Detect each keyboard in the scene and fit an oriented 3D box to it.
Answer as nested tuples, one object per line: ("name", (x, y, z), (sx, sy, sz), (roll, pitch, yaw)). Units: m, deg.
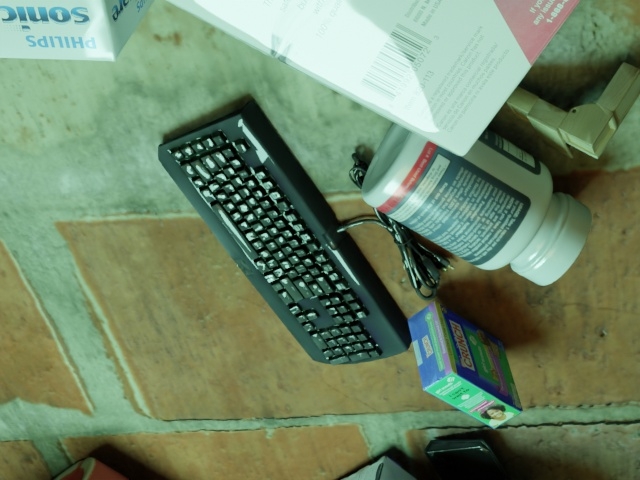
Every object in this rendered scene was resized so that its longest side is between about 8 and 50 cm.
("keyboard", (0.000, 0.000, 1.024), (0.201, 0.033, 0.317), (-21, 122, 27))
("keyboard", (0.181, 0.292, 1.219), (0.108, 0.023, 0.180), (-13, 124, 31))

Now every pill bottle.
("pill bottle", (0.137, -0.037, 0.909), (0.180, 0.108, 0.108), (30, 129, -10))

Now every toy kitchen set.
("toy kitchen set", (0.216, -0.115, 0.883), (0.083, 0.075, 0.068), (33, 179, 28))

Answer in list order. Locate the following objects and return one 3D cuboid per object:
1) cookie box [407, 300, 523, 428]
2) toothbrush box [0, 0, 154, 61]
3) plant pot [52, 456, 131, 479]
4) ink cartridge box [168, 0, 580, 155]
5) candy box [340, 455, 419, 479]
("cookie box", (0.141, 0.122, 1.031), (0.107, 0.092, 0.040), (31, 123, -32))
("toothbrush box", (-0.260, -0.292, 0.787), (0.216, 0.126, 0.296), (3, 128, 11))
("plant pot", (-0.264, 0.419, 1.298), (0.275, 0.275, 0.243), (-35, 103, 34))
("ink cartridge box", (0.042, -0.224, 0.774), (0.283, 0.117, 0.207), (27, 130, -9))
("candy box", (0.069, 0.360, 1.259), (0.165, 0.070, 0.196), (38, 132, -14))
